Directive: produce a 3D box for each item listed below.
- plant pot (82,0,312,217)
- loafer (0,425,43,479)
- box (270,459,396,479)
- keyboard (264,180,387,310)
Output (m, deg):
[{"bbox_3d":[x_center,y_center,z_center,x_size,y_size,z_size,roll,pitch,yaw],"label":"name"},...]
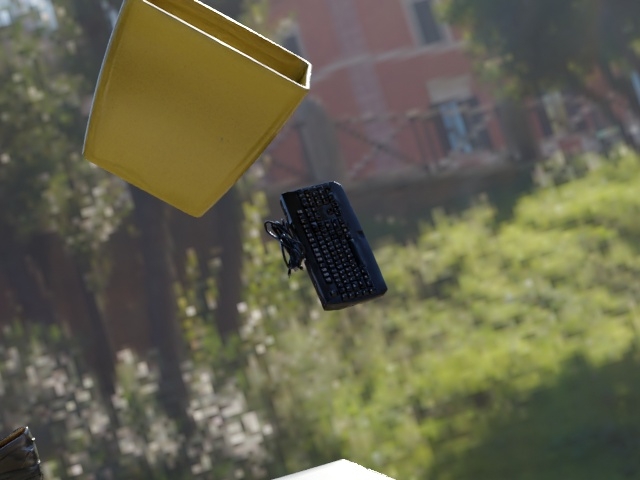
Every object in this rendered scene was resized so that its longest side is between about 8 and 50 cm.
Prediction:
[{"bbox_3d":[-0.148,-0.149,1.989,0.187,0.212,0.212,-60,6,11],"label":"plant pot"},{"bbox_3d":[-0.366,0.237,1.913,0.062,0.061,0.170,-5,3,37],"label":"loafer"},{"bbox_3d":[0.012,0.266,1.665,0.175,0.051,0.220,16,16,39],"label":"box"},{"bbox_3d":[0.000,0.000,2.000,0.100,0.192,0.038,-18,-46,-6],"label":"keyboard"}]
